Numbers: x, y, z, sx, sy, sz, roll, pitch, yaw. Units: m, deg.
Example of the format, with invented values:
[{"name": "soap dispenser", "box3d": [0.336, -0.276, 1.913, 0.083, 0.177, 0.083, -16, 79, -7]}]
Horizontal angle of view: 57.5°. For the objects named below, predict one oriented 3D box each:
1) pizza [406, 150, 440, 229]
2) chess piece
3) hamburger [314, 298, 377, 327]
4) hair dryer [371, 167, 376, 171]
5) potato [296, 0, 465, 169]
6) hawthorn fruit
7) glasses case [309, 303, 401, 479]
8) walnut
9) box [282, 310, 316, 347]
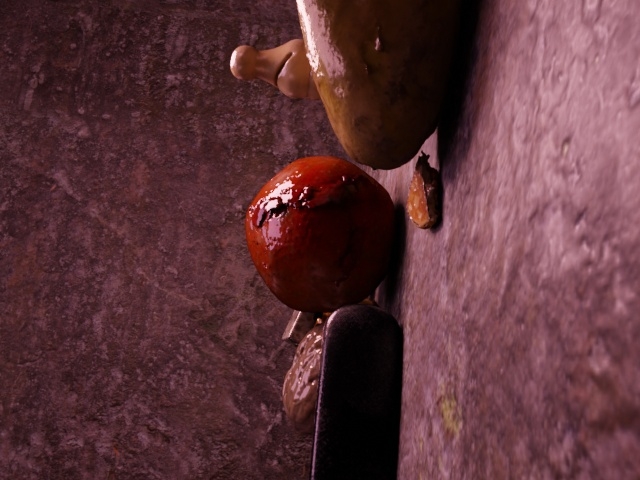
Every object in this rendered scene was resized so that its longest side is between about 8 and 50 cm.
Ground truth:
[{"name": "pizza", "box3d": [0.139, -0.049, 0.749, 0.099, 0.029, 0.100, -99, 10, -53]}, {"name": "chess piece", "box3d": [0.014, -0.265, 0.922, 0.124, 0.307, 0.139, 99, 177, -49]}, {"name": "hamburger", "box3d": [0.037, 0.226, 1.243, 0.237, 0.148, 0.237, -175, 90, -89]}, {"name": "hair dryer", "box3d": [0.125, -0.295, 1.448, 0.236, 0.091, 0.272, -71, -13, -50]}, {"name": "potato", "box3d": [0.082, -0.224, 0.732, 0.229, 0.229, 0.266, -88, -11, -73]}, {"name": "hawthorn fruit", "box3d": [-0.001, -0.017, 1.087, 0.316, 0.315, 0.316, -174, 90, -89]}, {"name": "glasses case", "box3d": [0.053, 0.256, 0.874, 0.082, 0.122, 0.321, 105, 171, -73]}, {"name": "walnut", "box3d": [0.019, 0.249, 1.045, 0.230, 0.178, 0.178, -58, 3, 4]}, {"name": "box", "box3d": [-0.036, 0.165, 1.181, 0.098, 0.045, 0.062, -66, 12, -21]}]
